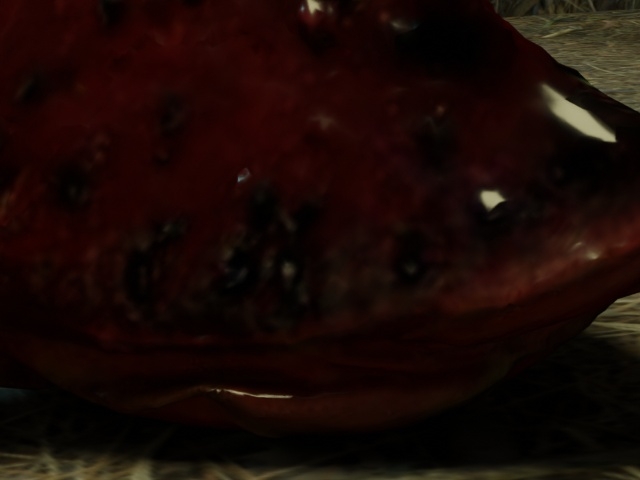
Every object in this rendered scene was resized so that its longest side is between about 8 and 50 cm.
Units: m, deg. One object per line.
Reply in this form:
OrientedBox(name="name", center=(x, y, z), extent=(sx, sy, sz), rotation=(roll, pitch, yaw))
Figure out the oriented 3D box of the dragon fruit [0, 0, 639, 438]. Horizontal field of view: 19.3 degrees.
OrientedBox(name="dragon fruit", center=(-0.005, 0.009, 0.735), extent=(0.286, 0.228, 0.329), rotation=(33, -2, 13))
